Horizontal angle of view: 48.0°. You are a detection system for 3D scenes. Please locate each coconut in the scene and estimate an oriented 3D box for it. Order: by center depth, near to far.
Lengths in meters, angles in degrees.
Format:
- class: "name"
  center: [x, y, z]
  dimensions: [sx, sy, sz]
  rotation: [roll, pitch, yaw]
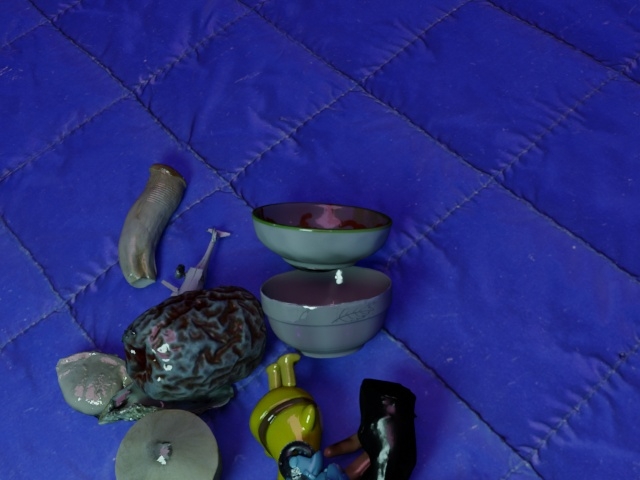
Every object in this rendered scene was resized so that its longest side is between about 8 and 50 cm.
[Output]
- class: "coconut"
  center: [-0.294, 0.440, 1.412]
  dimensions: [0.202, 0.222, 0.202]
  rotation: [-1, 59, 1]

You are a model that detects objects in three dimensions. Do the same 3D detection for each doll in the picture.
- class: "doll"
  center: [-0.064, 0.407, 1.433]
  dimensions: [0.145, 0.199, 0.363]
  rotation: [9, 56, -27]

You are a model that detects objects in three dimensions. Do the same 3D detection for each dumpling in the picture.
- class: "dumpling"
  center: [-0.493, 0.317, 1.598]
  dimensions: [0.150, 0.092, 0.176]
  rotation: [-44, 63, -15]

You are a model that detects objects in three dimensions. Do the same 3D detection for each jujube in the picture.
- class: "jujube"
  center: [-0.256, 0.213, 1.510]
  dimensions: [0.317, 0.226, 0.226]
  rotation: [-10, 46, -44]

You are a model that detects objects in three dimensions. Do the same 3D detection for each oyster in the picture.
- class: "oyster"
  center: [-0.324, 0.346, 1.542]
  dimensions: [0.199, 0.087, 0.252]
  rotation: [27, 42, 33]

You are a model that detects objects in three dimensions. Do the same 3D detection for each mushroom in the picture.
- class: "mushroom"
  center: [-0.434, -0.044, 1.825]
  dimensions: [0.122, 0.095, 0.351]
  rotation: [12, 61, -4]

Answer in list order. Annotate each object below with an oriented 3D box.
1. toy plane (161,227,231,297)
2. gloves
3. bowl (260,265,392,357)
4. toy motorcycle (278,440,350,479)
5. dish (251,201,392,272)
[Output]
- class: "toy plane"
  center: [-0.277, 0.074, 1.717]
  dimensions: [0.182, 0.107, 0.273]
  rotation: [26, 61, 17]
- class: "gloves"
  center: [0.105, 0.426, 1.393]
  dimensions: [0.152, 0.197, 0.301]
  rotation: [30, 88, -17]
- class: "bowl"
  center: [0.015, 0.159, 1.551]
  dimensions: [0.287, 0.144, 0.287]
  rotation: [-3, 13, 1]
- class: "toy motorcycle"
  center: [-0.018, 0.510, 1.287]
  dimensions: [0.182, 0.123, 0.272]
  rotation: [10, 78, 23]
- class: "dish"
  center: [0.000, 0.000, 1.660]
  dimensions: [0.324, 0.124, 0.324]
  rotation: [4, 13, -1]
